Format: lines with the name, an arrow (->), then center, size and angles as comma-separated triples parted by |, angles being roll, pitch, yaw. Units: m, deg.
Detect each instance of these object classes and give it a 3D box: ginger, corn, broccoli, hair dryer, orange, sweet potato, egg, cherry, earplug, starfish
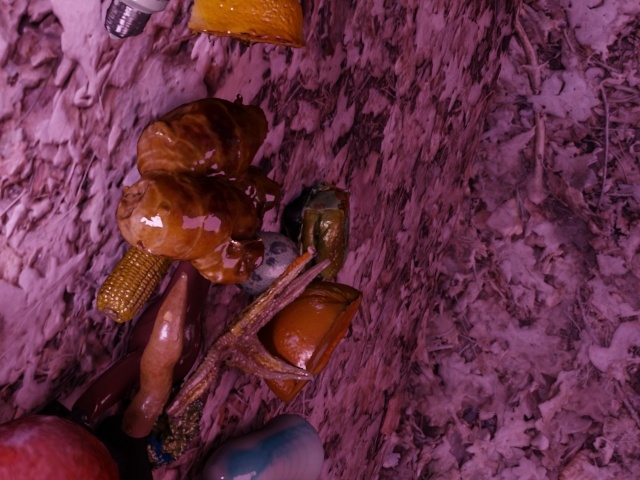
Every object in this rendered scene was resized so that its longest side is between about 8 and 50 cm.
ginger -> -0.174, -0.092, 1.763 | 0.274, 0.152, 0.358 | 30, 51, -27
corn -> -0.290, 0.036, 1.827 | 0.231, 0.080, 0.080 | -58, 154, -28
broccoli -> -0.300, 0.332, 2.003 | 0.160, 0.167, 0.155 | 30, 44, -41
hair dryer -> -0.303, 0.186, 1.791 | 0.340, 0.123, 0.313 | -42, 161, -51
orange -> -0.014, 0.212, 2.392 | 0.310, 0.274, 0.274 | -3, 112, -39
hair dryer -> -0.368, 0.340, 1.812 | 0.089, 0.197, 0.251 | -31, 129, 8
sweet potato -> -0.252, 0.187, 1.738 | 0.067, 0.059, 0.281 | -27, 142, -60
egg -> -0.113, 0.049, 2.185 | 0.172, 0.132, 0.132 | -10, 117, -55
cherry -> -0.441, 0.412, 1.534 | 0.335, 0.291, 0.326 | -25, 143, -37
earplug -> -0.152, 0.500, 2.437 | 0.324, 0.185, 0.185 | -1, 108, -59
starfish -> -0.108, 0.179, 2.056 | 0.384, 0.132, 0.398 | -50, 156, 1

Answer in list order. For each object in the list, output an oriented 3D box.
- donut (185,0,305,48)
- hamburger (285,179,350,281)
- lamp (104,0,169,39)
donut -> -0.099, -0.372, 1.855 | 0.259, 0.152, 0.101 | -4, 104, -69
hamburger -> -0.002, 0.001, 2.410 | 0.235, 0.125, 0.214 | -61, 150, -60
lamp -> -0.205, -0.436, 1.557 | 0.182, 0.182, 0.314 | -40, 156, -53
